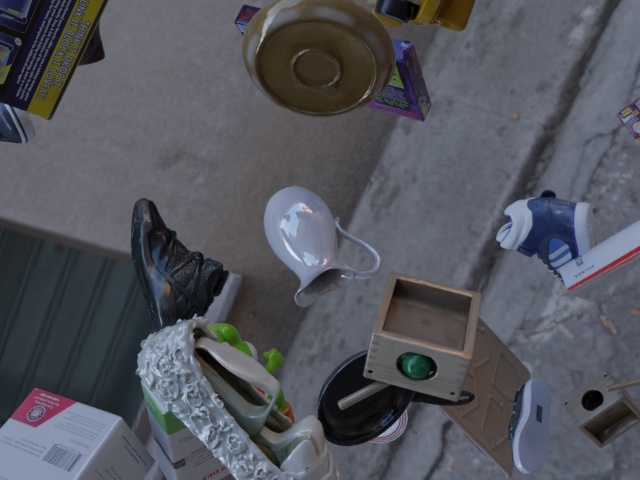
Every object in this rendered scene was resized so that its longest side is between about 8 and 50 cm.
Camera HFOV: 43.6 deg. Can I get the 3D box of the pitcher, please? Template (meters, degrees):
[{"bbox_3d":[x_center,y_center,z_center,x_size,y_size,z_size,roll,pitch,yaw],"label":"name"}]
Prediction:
[{"bbox_3d":[0.000,0.000,1.445,0.125,0.177,0.207,104,147,-51],"label":"pitcher"}]

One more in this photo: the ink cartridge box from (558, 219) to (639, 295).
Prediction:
[{"bbox_3d":[0.666,0.013,1.754,0.308,0.385,0.091,-34,73,20],"label":"ink cartridge box"}]

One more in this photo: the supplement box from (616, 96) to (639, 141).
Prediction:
[{"bbox_3d":[0.749,-0.284,1.880,0.043,0.083,0.055,-39,-1,-39],"label":"supplement box"}]

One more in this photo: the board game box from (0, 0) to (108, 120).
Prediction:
[{"bbox_3d":[-0.229,-0.187,0.571,0.170,0.141,0.048,-53,37,27],"label":"board game box"}]

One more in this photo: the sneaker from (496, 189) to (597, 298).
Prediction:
[{"bbox_3d":[0.577,0.016,2.055,0.236,0.323,0.130,4,49,26],"label":"sneaker"}]

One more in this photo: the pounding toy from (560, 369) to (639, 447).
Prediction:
[{"bbox_3d":[0.652,0.341,1.792,0.206,0.181,0.094,-40,37,14],"label":"pounding toy"}]

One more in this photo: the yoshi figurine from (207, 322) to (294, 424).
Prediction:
[{"bbox_3d":[-0.211,0.353,2.123,0.203,0.362,0.203,-6,32,29],"label":"yoshi figurine"}]

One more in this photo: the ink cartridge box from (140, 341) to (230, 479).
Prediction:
[{"bbox_3d":[-0.246,0.377,1.672,0.115,0.198,0.273,41,143,41],"label":"ink cartridge box"}]

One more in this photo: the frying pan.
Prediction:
[{"bbox_3d":[0.131,0.245,1.385,0.053,0.326,0.197,41,140,50],"label":"frying pan"}]

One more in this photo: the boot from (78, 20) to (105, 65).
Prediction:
[{"bbox_3d":[-0.428,-0.322,1.141,0.090,0.248,0.207,60,152,32],"label":"boot"}]

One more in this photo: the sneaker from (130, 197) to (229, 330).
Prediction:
[{"bbox_3d":[-0.230,0.031,1.291,0.228,0.130,0.087,66,147,26],"label":"sneaker"}]

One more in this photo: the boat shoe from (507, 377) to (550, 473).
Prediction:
[{"bbox_3d":[0.426,0.392,1.677,0.076,0.080,0.228,-45,19,45],"label":"boat shoe"}]

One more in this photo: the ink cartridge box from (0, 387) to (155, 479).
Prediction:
[{"bbox_3d":[-0.558,0.509,1.555,0.279,0.160,0.385,9,48,34],"label":"ink cartridge box"}]

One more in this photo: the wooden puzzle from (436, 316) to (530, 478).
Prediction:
[{"bbox_3d":[0.390,0.363,1.977,0.080,0.348,0.322,-21,30,39],"label":"wooden puzzle"}]

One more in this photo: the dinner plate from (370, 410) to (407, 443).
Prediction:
[{"bbox_3d":[0.145,0.439,1.982,0.017,0.141,0.141,91,175,-51],"label":"dinner plate"}]

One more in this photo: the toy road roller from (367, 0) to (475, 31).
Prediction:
[{"bbox_3d":[0.269,-0.644,2.088,0.329,0.240,0.203,-108,37,-75],"label":"toy road roller"}]

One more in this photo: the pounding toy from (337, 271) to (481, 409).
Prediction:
[{"bbox_3d":[0.102,0.125,0.910,0.141,0.130,0.100,-67,-12,-49],"label":"pounding toy"}]

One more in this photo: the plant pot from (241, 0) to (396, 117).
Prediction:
[{"bbox_3d":[-0.004,-0.267,1.212,0.236,0.236,0.032,-43,32,45],"label":"plant pot"}]

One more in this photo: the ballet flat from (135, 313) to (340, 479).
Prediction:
[{"bbox_3d":[-0.082,0.264,1.111,0.147,0.409,0.147,-45,6,6],"label":"ballet flat"}]

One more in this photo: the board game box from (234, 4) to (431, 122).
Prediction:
[{"bbox_3d":[0.026,-0.329,1.489,0.346,0.208,0.056,19,71,22],"label":"board game box"}]

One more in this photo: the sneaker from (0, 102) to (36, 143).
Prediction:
[{"bbox_3d":[-0.646,-0.236,1.504,0.321,0.127,0.126,25,141,47],"label":"sneaker"}]
